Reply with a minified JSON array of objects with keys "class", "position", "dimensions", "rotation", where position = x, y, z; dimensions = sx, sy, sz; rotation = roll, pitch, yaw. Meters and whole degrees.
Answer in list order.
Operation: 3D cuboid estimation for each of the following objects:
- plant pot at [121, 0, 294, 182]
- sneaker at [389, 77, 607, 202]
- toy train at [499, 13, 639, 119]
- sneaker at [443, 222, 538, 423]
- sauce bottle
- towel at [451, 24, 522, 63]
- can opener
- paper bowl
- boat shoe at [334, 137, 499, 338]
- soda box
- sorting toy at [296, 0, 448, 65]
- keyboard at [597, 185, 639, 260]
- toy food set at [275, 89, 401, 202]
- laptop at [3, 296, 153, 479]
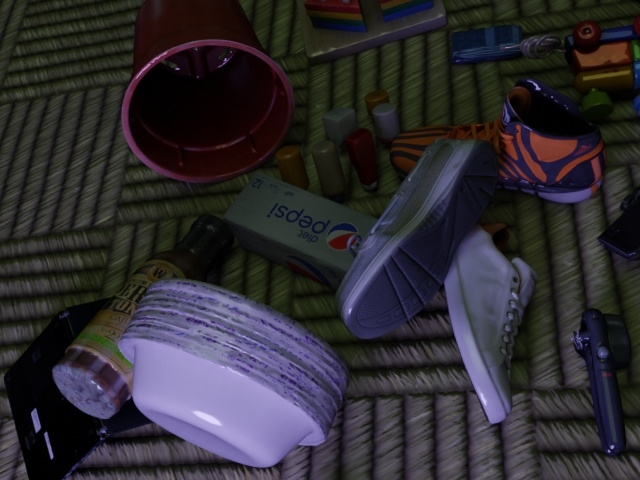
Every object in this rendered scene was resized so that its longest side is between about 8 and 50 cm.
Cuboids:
[{"class":"plant pot","position":[-0.201,-0.285,1.353],"dimensions":[0.272,0.272,0.265],"rotation":[-21,47,4]},{"class":"sneaker","position":[0.245,-0.156,1.160],"dimensions":[0.321,0.180,0.125],"rotation":[5,61,21]},{"class":"toy train","position":[0.405,-0.247,1.224],"dimensions":[0.248,0.105,0.143],"rotation":[-6,71,14]},{"class":"sneaker","position":[0.232,0.090,1.054],"dimensions":[0.123,0.106,0.290],"rotation":[-14,55,12]},{"class":"sauce bottle","position":[-0.241,0.093,1.168],"dimensions":[0.111,0.111,0.344],"rotation":[11,46,24]},{"class":"towel","position":[0.277,-0.331,1.351],"dimensions":[0.119,0.029,0.067],"rotation":[-4,57,16]},{"class":"can opener","position":[0.351,0.170,0.995],"dimensions":[0.073,0.059,0.186],"rotation":[-4,58,15]},{"class":"paper bowl","position":[-0.118,0.178,1.004],"dimensions":[0.284,0.284,0.148],"rotation":[14,64,25]},{"class":"boat shoe","position":[0.116,-0.011,1.060],"dimensions":[0.103,0.118,0.320],"rotation":[18,65,44]},{"class":"soda box","position":[0.000,0.000,1.195],"dimensions":[0.286,0.091,0.098],"rotation":[22,66,28]},{"class":"sorting toy","position":[0.074,-0.472,1.469],"dimensions":[0.255,0.089,0.257],"rotation":[-15,56,8]},{"class":"keyboard","position":[0.457,-0.051,1.093],"dimensions":[0.180,0.023,0.108],"rotation":[-44,24,3]},{"class":"toy food set","position":[0.049,-0.140,1.286],"dimensions":[0.111,0.105,0.232],"rotation":[21,49,42]},{"class":"laptop","position":[-0.327,0.223,1.210],"dimensions":[0.264,0.136,0.234],"rotation":[-46,52,19]}]
